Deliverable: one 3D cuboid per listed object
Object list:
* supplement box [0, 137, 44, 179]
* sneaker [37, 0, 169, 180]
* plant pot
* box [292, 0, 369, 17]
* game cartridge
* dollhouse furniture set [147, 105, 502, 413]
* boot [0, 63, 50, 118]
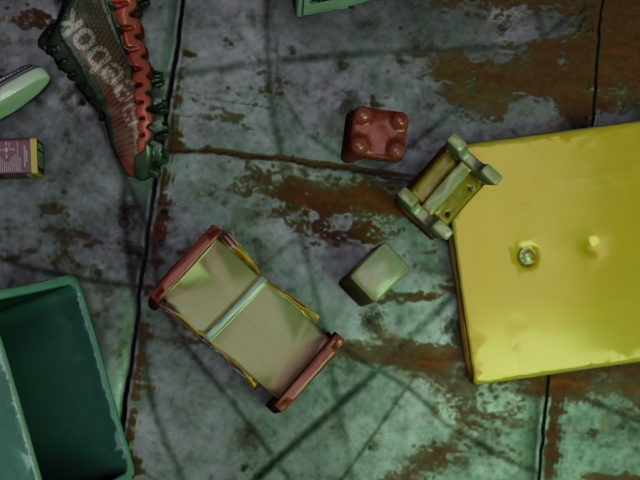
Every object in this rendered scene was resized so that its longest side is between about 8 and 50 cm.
[{"bbox_3d":[-0.366,-0.094,1.764,0.083,0.055,0.043,-2,87,-3],"label":"supplement box"},{"bbox_3d":[-0.251,-0.198,1.750,0.135,0.097,0.276,-11,87,-3],"label":"sneaker"},{"bbox_3d":[-0.390,0.198,1.671,0.252,0.248,0.247,-17,89,14],"label":"plant pot"},{"bbox_3d":[0.044,-0.329,1.671,0.169,0.290,0.087,-13,88,-1],"label":"box"},{"bbox_3d":[0.316,0.009,1.798,0.324,0.053,0.285,-7,89,-5],"label":"game cartridge"},{"bbox_3d":[0.000,0.000,1.734,0.201,0.152,0.374,43,83,-1],"label":"dollhouse furniture set"},{"bbox_3d":[-0.413,-0.171,1.756,0.190,0.069,0.086,-31,84,-3],"label":"boot"}]
